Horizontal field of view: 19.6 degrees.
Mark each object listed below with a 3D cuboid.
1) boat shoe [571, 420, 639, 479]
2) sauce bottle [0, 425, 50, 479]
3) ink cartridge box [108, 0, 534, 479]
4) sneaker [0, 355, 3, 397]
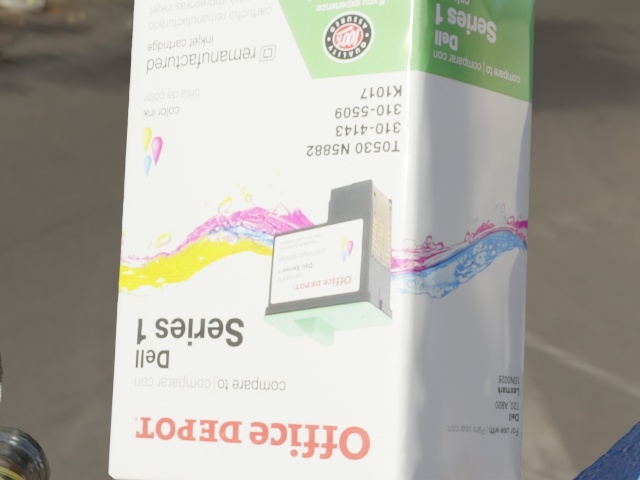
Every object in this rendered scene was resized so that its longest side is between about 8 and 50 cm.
[{"bbox_3d":[0.182,0.182,1.074,0.089,0.258,0.109,42,19,-12],"label":"boat shoe"},{"bbox_3d":[-0.234,0.193,1.173,0.111,0.111,0.344,13,11,-1],"label":"sauce bottle"},{"bbox_3d":[0.000,0.000,1.001,0.201,0.278,0.117,-2,-7,37],"label":"ink cartridge box"},{"bbox_3d":[-0.263,0.120,0.925,0.107,0.124,0.283,41,59,9],"label":"sneaker"}]
